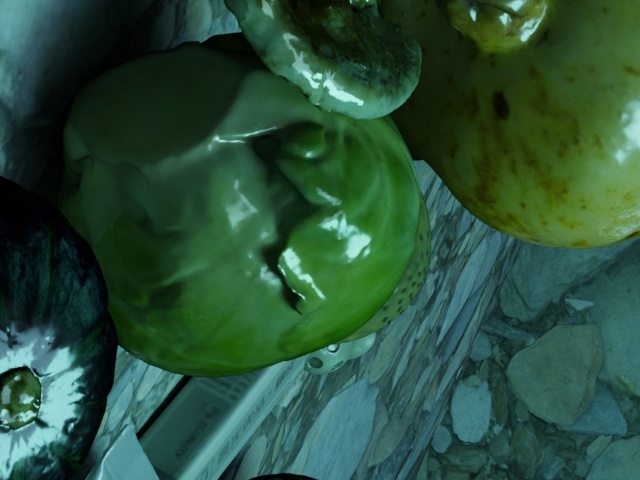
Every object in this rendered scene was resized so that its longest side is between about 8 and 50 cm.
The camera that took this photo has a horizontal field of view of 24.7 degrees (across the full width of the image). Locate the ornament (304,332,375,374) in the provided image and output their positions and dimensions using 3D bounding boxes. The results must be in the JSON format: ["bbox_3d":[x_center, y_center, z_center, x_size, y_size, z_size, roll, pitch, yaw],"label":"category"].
[{"bbox_3d":[0.008,0.103,1.591,0.156,0.074,0.081,4,80,-74],"label":"ornament"}]

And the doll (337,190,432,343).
[{"bbox_3d":[0.000,0.000,1.218,0.177,0.161,0.260,-67,163,4],"label":"doll"}]

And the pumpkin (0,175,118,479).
[{"bbox_3d":[-0.186,0.060,0.694,0.194,0.150,0.194,14,90,-74],"label":"pumpkin"}]

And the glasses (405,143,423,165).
[{"bbox_3d":[0.021,-0.036,1.477,0.220,0.088,0.189,-47,170,13],"label":"glasses"}]

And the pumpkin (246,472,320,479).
[{"bbox_3d":[-0.044,0.394,1.510,0.300,0.207,0.300,-18,115,-45],"label":"pumpkin"}]

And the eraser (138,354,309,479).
[{"bbox_3d":[-0.090,0.151,1.338,0.352,0.061,0.089,-51,161,-40],"label":"eraser"}]

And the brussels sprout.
[{"bbox_3d":[-0.050,-0.021,0.908,0.244,0.244,0.244,-57,163,-27],"label":"brussels sprout"}]

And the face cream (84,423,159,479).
[{"bbox_3d":[-0.222,0.359,1.091,0.420,0.137,0.235,-59,158,-24],"label":"face cream"}]

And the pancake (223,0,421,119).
[{"bbox_3d":[-0.009,-0.184,0.838,0.253,0.037,0.254,42,38,-44],"label":"pancake"}]

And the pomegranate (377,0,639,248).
[{"bbox_3d":[0.213,-0.185,1.279,0.410,0.410,0.410,-57,163,-27],"label":"pomegranate"}]
